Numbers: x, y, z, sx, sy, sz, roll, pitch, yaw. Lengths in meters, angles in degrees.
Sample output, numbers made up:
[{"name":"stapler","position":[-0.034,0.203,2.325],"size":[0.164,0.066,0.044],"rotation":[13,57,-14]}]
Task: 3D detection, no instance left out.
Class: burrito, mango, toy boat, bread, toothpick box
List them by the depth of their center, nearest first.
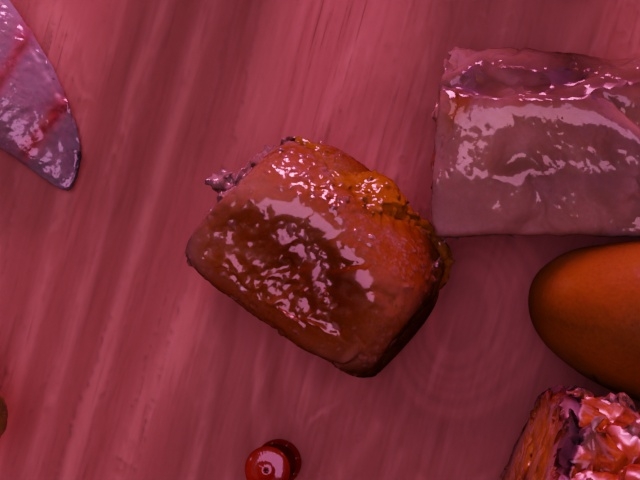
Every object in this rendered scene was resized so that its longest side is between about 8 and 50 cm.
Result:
[{"name":"mango","position":[0.342,0.080,1.545],"size":[0.317,0.211,0.173],"rotation":[11,88,19]},{"name":"burrito","position":[0.269,-0.103,1.572],"size":[0.332,0.135,0.190],"rotation":[-1,45,7]},{"name":"bread","position":[0.000,0.000,1.595],"size":[0.246,0.195,0.176],"rotation":[37,96,7]},{"name":"toothpick box","position":[-0.047,0.222,1.644],"size":[0.047,0.083,0.047],"rotation":[0,89,7]},{"name":"toy boat","position":[-0.353,-0.164,1.712],"size":[0.282,0.096,0.206],"rotation":[31,77,-1]}]

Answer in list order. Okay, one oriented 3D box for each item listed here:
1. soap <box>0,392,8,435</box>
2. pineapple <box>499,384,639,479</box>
[{"name":"soap","position":[-0.534,0.213,1.693],"size":[0.427,0.115,0.306],"rotation":[-40,87,4]},{"name":"pineapple","position":[0.283,0.312,1.487],"size":[0.300,0.352,0.352],"rotation":[27,91,-2]}]
